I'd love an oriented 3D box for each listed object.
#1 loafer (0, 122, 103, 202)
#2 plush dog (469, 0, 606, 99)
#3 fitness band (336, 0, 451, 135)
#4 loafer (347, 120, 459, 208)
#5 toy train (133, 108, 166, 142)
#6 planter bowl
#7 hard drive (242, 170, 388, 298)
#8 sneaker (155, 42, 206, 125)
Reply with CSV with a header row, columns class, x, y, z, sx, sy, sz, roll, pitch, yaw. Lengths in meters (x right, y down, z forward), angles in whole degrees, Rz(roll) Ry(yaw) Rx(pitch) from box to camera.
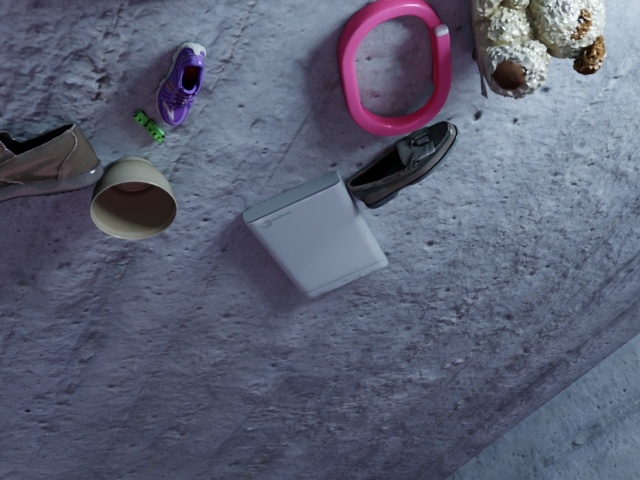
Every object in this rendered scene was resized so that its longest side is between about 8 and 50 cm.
class,x,y,z,sx,sy,sz,roll,pitch,yaw
loafer,-0.585,-0.140,1.221,0.366,0.134,0.130,-14,119,-18
plush dog,0.385,-0.374,1.205,0.225,0.262,0.210,-11,175,9
fitness band,0.140,-0.317,1.290,0.209,0.054,0.291,-16,140,0
loafer,0.171,-0.164,1.454,0.084,0.096,0.267,29,126,-34
toy train,-0.319,-0.214,1.286,0.023,0.017,0.083,-35,138,7
planter bowl,-0.365,-0.094,1.339,0.162,0.109,0.162,-9,140,-7
hard drive,0.000,0.000,1.624,0.233,0.047,0.353,-24,140,9
sneaker,-0.247,-0.265,1.207,0.068,0.071,0.170,6,137,-24
